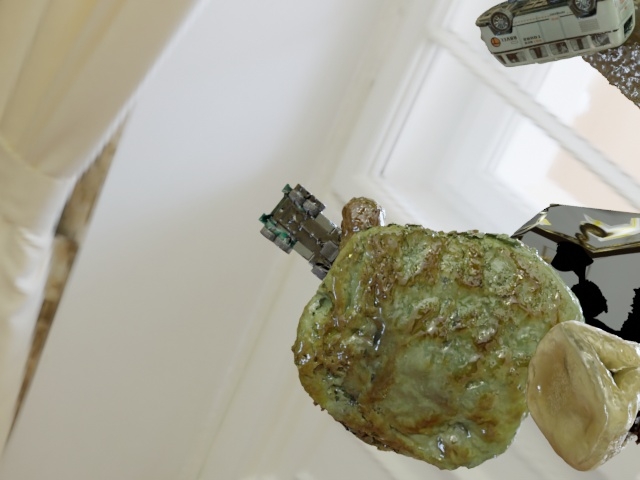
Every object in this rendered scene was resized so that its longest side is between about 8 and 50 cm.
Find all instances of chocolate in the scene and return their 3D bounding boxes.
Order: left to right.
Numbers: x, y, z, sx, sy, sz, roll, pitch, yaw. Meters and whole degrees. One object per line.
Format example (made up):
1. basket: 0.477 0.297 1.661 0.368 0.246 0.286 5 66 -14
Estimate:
1. chocolate: 0.504 0.162 2.379 0.383 0.384 0.331 35 -11 22

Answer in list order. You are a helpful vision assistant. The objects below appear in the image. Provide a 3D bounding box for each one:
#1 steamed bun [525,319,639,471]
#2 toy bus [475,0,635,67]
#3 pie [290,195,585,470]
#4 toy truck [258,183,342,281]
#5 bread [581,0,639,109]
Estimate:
1. steamed bun: 0.358 0.190 1.592 0.155 0.141 0.172 -1 46 -27
2. toy bus: 0.291 -0.268 1.586 0.193 0.089 0.087 -7 25 35
3. pie: 0.177 0.159 1.999 0.418 0.395 0.180 21 4 2
4. toy truck: 0.000 0.000 2.224 0.216 0.110 0.116 39 2 37
5. bread: 0.473 -0.219 1.625 0.337 0.183 0.102 46 33 13
